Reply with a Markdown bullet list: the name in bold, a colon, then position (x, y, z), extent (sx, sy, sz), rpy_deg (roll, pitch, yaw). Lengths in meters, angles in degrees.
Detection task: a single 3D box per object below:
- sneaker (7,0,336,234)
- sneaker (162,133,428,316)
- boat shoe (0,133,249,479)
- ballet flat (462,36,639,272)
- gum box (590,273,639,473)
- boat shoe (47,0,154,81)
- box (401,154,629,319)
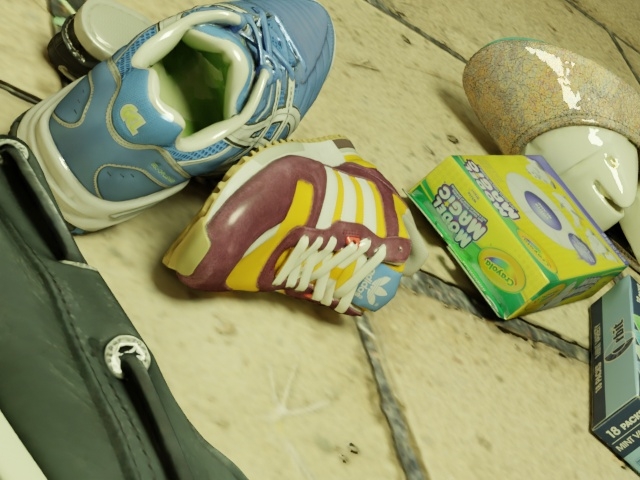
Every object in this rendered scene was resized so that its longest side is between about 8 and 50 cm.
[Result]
- **sneaker**: position (-0.043, -0.068, 0.607), extent (0.080, 0.081, 0.211), rpy_deg (57, 39, -8)
- **sneaker**: position (0.000, 0.000, 0.638), extent (0.084, 0.069, 0.185), rpy_deg (45, 26, 9)
- **boat shoe**: position (-0.059, 0.091, 0.356), extent (0.113, 0.127, 0.340), rpy_deg (-7, 47, -45)
- **ballet flat**: position (0.230, -0.034, 1.002), extent (0.316, 0.107, 0.106), rpy_deg (32, 43, -26)
- **gum box**: position (0.252, 0.126, 0.867), extent (0.184, 0.041, 0.157), rpy_deg (41, 27, -9)
- **boat shoe**: position (-0.077, -0.076, 0.668), extent (0.125, 0.038, 0.046), rpy_deg (24, 53, -37)
- **box**: position (0.127, -0.006, 0.870), extent (0.105, 0.043, 0.179), rpy_deg (54, 28, 16)
